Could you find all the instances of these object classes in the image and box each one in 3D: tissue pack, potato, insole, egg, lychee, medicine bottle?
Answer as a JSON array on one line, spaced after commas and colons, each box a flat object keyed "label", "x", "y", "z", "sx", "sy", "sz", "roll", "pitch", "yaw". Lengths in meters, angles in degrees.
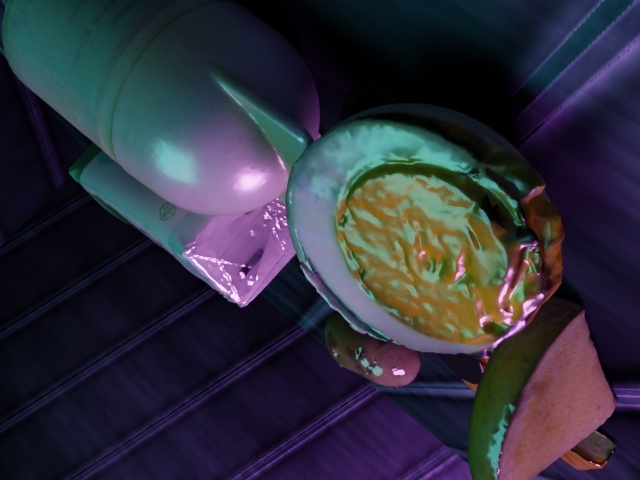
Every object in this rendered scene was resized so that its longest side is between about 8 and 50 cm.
[{"label": "tissue pack", "x": -0.176, "y": -0.100, "z": 1.129, "sx": 0.356, "sy": 0.266, "sz": 0.194, "roll": 29, "pitch": 164, "yaw": 42}, {"label": "potato", "x": 0.118, "y": 0.241, "z": 1.723, "sx": 0.262, "sy": 0.165, "sz": 0.165, "roll": 23, "pitch": 159, "yaw": 39}, {"label": "insole", "x": 0.157, "y": 0.087, "z": 1.173, "sx": 0.348, "sy": 0.009, "sz": 0.119, "roll": 55, "pitch": 153, "yaw": -5}, {"label": "egg", "x": 0.114, "y": -0.035, "z": 0.727, "sx": 0.264, "sy": 0.174, "sz": 0.286, "roll": 32, "pitch": 144, "yaw": 10}, {"label": "potato", "x": 0.285, "y": 0.169, "z": 0.966, "sx": 0.112, "sy": 0.269, "sz": 0.255, "roll": 31, "pitch": 137, "yaw": 42}, {"label": "lychee", "x": 0.054, "y": -0.133, "z": 0.788, "sx": 0.083, "sy": 0.068, "sz": 0.067, "roll": 176, "pitch": 87, "yaw": -77}, {"label": "medicine bottle", "x": -0.151, "y": -0.171, "z": 0.865, "sx": 0.406, "sy": 0.236, "sz": 0.236, "roll": 37, "pitch": 168, "yaw": 19}]

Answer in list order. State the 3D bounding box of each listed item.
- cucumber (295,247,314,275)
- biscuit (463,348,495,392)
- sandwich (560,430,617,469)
[{"label": "cucumber", "x": -0.002, "y": 0.001, "z": 1.367, "sx": 0.072, "sy": 0.072, "sz": 0.300, "roll": 40, "pitch": 161, "yaw": 6}, {"label": "biscuit", "x": 0.270, "y": 0.189, "z": 1.161, "sx": 0.166, "sy": 0.036, "sz": 0.225, "roll": 35, "pitch": 147, "yaw": 22}, {"label": "sandwich", "x": 0.396, "y": 0.324, "z": 1.349, "sx": 0.245, "sy": 0.063, "sz": 0.212, "roll": 39, "pitch": 169, "yaw": 17}]
